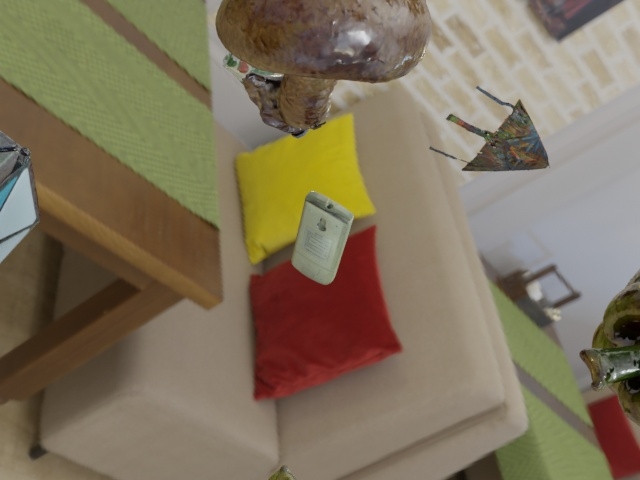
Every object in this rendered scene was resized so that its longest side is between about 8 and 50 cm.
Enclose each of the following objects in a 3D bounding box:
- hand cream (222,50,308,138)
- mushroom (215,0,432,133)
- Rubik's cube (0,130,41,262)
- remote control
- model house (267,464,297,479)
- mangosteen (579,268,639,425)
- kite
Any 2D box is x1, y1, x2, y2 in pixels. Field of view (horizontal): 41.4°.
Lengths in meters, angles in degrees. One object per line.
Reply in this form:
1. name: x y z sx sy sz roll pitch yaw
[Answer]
1. hand cream: -0.111 -0.320 1.806 0.276 0.059 0.095 47 62 -43
2. mushroom: -0.017 -0.310 1.367 0.331 0.356 0.334 16 24 -31
3. Rubik's cube: -0.531 -0.053 1.077 0.250 0.248 0.246 36 68 2
4. remote control: 0.000 0.000 1.637 0.098 0.233 0.038 30 57 11
5. model house: -0.049 0.609 1.725 0.234 0.175 0.193 48 -9 -1
6. mangosteen: 0.484 0.129 1.002 0.313 0.297 0.297 29 37 -59
7. kite: 0.244 -0.136 1.156 0.160 0.183 0.010 25 60 -5
